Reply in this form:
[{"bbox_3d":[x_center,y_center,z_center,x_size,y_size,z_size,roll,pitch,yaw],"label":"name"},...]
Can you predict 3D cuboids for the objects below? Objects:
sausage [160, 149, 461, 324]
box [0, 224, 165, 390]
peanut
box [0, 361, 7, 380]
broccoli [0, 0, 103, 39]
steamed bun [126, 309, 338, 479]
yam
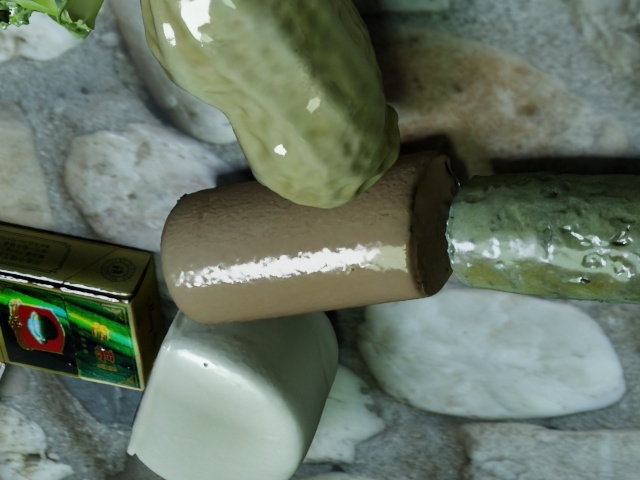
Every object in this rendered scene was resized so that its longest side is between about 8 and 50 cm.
[{"bbox_3d":[0.000,0.000,1.459,0.253,0.123,0.123,-9,135,32],"label":"sausage"},{"bbox_3d":[-0.279,0.058,1.695,0.240,0.071,0.159,10,139,11],"label":"box"},{"bbox_3d":[-0.039,-0.146,1.274,0.152,0.152,0.313,-5,139,28],"label":"peanut"},{"bbox_3d":[-0.383,0.162,1.894,0.055,0.039,0.218,24,142,-9],"label":"box"},{"bbox_3d":[-0.223,-0.223,1.217,0.176,0.198,0.226,34,141,38],"label":"broccoli"},{"bbox_3d":[-0.076,0.141,1.646,0.164,0.146,0.241,23,141,0],"label":"steamed bun"},{"bbox_3d":[0.206,-0.003,1.384,0.194,0.107,0.107,3,140,21],"label":"yam"}]
